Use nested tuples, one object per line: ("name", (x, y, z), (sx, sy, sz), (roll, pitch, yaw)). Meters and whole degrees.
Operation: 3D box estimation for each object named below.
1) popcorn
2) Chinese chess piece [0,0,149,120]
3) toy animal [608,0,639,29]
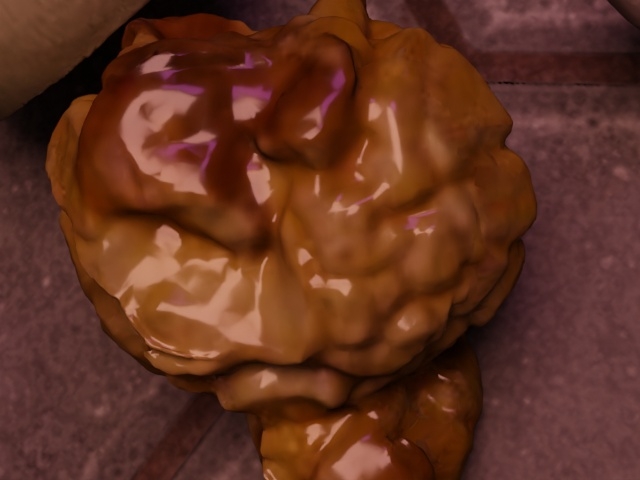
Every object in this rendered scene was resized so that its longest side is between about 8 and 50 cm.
("popcorn", (0.000, 0.000, 0.767), (0.265, 0.225, 0.332), (-30, 86, 15))
("Chinese chess piece", (-0.169, -0.185, 0.863), (0.250, 0.250, 0.101), (-42, 109, -4))
("toy animal", (0.330, -0.215, 0.757), (0.357, 0.258, 0.193), (-25, 66, 16))
